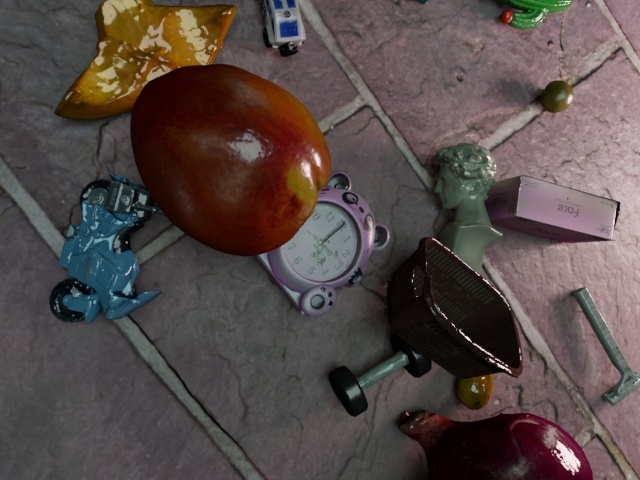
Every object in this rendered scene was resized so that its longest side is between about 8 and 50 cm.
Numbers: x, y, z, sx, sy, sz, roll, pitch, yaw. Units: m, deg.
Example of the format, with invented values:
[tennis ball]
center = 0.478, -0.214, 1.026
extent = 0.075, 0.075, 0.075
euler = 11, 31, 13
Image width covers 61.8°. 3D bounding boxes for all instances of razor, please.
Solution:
[razor]
center = 0.667, 0.237, 1.246
extent = 0.111, 0.056, 0.278
euler = -28, 95, -14

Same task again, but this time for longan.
[longan]
center = 0.539, -0.334, 1.233
extent = 0.083, 0.075, 0.075
euler = 22, 81, -11

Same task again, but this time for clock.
[clock]
center = 0.000, 0.000, 1.055
extent = 0.248, 0.090, 0.228
euler = -40, 98, -16

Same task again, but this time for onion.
[onion]
center = 0.312, 0.460, 1.034
extent = 0.385, 0.348, 0.348
euler = 37, 76, 24

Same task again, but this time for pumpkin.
[pumpkin]
center = -0.311, -0.330, 0.976
extent = 0.290, 0.095, 0.259
euler = 5, 92, -19

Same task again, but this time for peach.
[peach]
center = -0.149, -0.137, 0.864
extent = 0.332, 0.308, 0.308
euler = 37, 78, -2

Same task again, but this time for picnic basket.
[picnic basket]
center = 0.254, 0.153, 1.043
extent = 0.296, 0.129, 0.223
euler = 36, 36, -24

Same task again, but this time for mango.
[mango]
center = 0.333, 0.305, 1.151
extent = 0.078, 0.057, 0.114
euler = 10, 76, -11

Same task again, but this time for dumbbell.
[dumbbell]
center = 0.119, 0.262, 1.068
extent = 0.191, 0.100, 0.100
euler = -27, 95, -14

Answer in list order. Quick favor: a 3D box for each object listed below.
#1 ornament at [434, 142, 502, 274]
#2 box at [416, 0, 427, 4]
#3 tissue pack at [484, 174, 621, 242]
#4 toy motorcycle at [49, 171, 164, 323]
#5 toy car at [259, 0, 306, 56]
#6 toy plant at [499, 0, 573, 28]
[ornament]
center = 0.313, -0.064, 1.129
extent = 0.130, 0.120, 0.285
euler = -3, 89, -18
[box]
center = 0.259, -0.689, 1.103
extent = 0.118, 0.205, 0.312
euler = 21, 82, -12
[tissue pack]
center = 0.496, -0.062, 1.169
extent = 0.246, 0.148, 0.093
euler = 12, 85, -13
[toy motorcycle]
center = -0.356, 0.022, 0.938
extent = 0.182, 0.123, 0.272
euler = 13, 84, -4
[toy car]
center = -0.079, -0.453, 1.063
extent = 0.080, 0.070, 0.171
euler = -12, 90, -17
[toy plant]
center = 0.469, -0.564, 1.218
extent = 0.240, 0.088, 0.155
euler = -23, 108, -9
